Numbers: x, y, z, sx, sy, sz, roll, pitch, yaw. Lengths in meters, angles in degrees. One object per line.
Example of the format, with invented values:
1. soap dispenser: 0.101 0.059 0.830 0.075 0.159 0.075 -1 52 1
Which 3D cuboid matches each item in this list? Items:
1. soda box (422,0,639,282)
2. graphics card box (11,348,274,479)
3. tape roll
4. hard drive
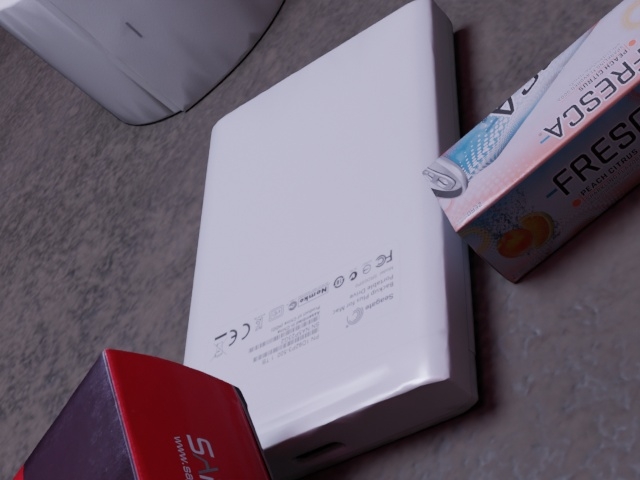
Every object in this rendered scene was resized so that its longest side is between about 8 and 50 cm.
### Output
1. soda box: 0.147 -0.064 0.631 0.183 0.058 0.063 -40 36 14
2. graphics card box: -0.146 0.263 0.577 0.371 0.094 0.233 -54 34 17
3. tape roll: -0.163 -0.248 1.047 0.246 0.169 0.246 -29 39 27
4. hard drive: 0.000 0.000 0.751 0.203 0.040 0.308 -27 41 30
